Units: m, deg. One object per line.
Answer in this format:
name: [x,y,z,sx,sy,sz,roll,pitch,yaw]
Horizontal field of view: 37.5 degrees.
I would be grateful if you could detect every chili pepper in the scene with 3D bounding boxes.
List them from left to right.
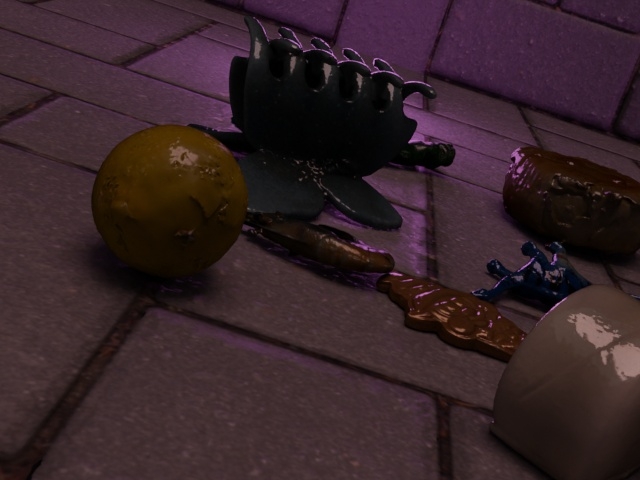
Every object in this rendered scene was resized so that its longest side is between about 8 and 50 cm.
chili pepper: [0.163,-0.180,1.891,0.224,0.061,0.098,4,10,-28]

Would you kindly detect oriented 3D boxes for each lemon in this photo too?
lemon: [-0.167,-0.046,1.058,0.173,0.174,0.206,17,11,-4]

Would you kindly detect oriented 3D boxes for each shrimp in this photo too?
shrimp: [0.000,0.000,1.276,0.217,0.051,0.150,20,11,14]

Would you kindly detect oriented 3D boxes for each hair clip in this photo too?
hair clip: [-0.008,-0.189,1.501,0.318,0.238,0.392,13,19,-23]

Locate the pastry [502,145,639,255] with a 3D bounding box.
pastry: [0.494,-0.073,1.777,0.329,0.136,0.330,16,18,-5]

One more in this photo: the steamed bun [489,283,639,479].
steamed bun: [0.299,0.142,0.976,0.146,0.164,0.241,34,24,35]

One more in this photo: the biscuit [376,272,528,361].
biscuit: [0.183,0.099,1.197,0.250,0.035,0.162,28,25,20]

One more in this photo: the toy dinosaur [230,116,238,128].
toy dinosaur: [-0.053,-0.209,1.745,0.153,0.094,0.259,-10,42,-47]

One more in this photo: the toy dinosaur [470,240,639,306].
toy dinosaur: [0.339,0.056,1.387,0.329,0.076,0.144,7,28,-23]
